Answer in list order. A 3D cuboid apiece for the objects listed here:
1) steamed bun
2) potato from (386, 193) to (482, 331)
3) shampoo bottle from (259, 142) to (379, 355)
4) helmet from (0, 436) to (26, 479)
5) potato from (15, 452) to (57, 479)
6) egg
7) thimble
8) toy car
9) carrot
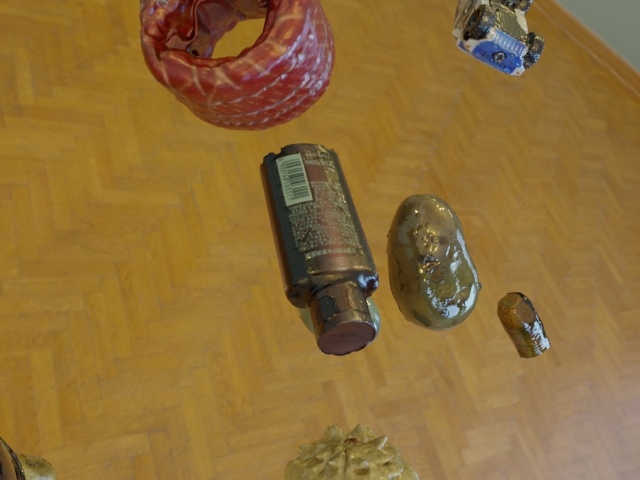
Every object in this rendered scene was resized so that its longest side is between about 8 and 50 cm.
[{"bbox_3d":[0.058,0.464,1.233,0.295,0.292,0.137,-5,103,-29],"label":"steamed bun"},{"bbox_3d":[0.198,0.045,1.129,0.165,0.164,0.263,-32,108,-46],"label":"potato"},{"bbox_3d":[0.000,0.000,0.829,0.129,0.084,0.323,-5,48,-13],"label":"shampoo bottle"},{"bbox_3d":[-0.385,0.210,0.508,0.278,0.160,0.230,38,49,11],"label":"helmet"},{"bbox_3d":[-0.632,0.501,1.295,0.170,0.079,0.107,48,21,-51],"label":"potato"},{"bbox_3d":[0.047,0.188,1.607,0.236,0.169,0.169,27,43,8],"label":"egg"},{"bbox_3d":[-0.156,-0.396,1.184,0.350,0.350,0.230,60,6,17],"label":"thimble"},{"bbox_3d":[0.194,-0.249,0.701,0.080,0.070,0.171,22,44,-15],"label":"toy car"},{"bbox_3d":[0.436,0.186,1.321,0.173,0.082,0.082,55,37,-27],"label":"carrot"}]
